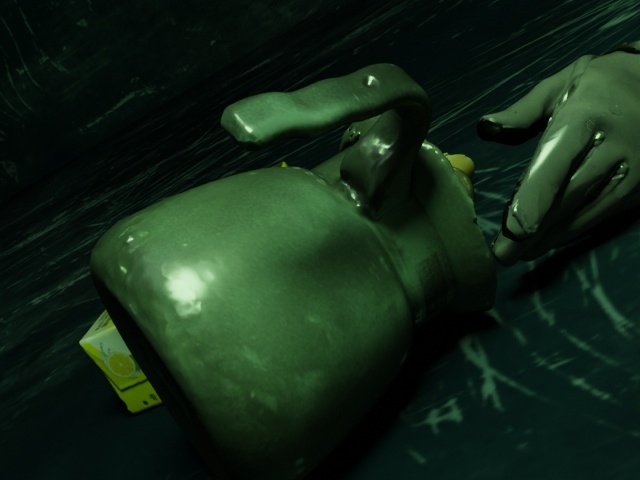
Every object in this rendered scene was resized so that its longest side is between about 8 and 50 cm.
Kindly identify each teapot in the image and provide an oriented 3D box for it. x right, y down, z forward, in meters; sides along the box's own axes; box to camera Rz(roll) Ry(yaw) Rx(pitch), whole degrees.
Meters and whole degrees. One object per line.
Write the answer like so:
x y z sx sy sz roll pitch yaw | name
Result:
-0.010 -0.004 0.739 0.285 0.305 0.223 -32 32 -17 | teapot

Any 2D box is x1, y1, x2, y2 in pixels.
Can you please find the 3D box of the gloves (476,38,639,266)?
0.214 -0.087 0.805 0.285 0.142 0.119 -47 -6 -31 | gloves

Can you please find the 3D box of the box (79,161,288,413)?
-0.112 0.043 1.071 0.168 0.097 0.265 -23 22 30 | box

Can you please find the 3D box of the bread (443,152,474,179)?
0.098 -0.048 1.016 0.103 0.049 0.062 -40 28 -19 | bread
